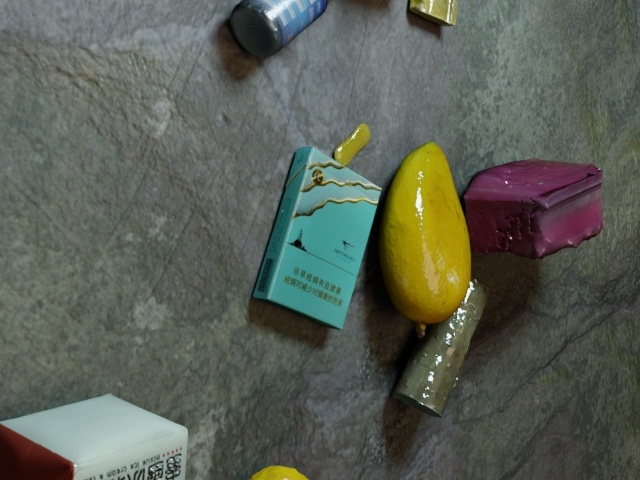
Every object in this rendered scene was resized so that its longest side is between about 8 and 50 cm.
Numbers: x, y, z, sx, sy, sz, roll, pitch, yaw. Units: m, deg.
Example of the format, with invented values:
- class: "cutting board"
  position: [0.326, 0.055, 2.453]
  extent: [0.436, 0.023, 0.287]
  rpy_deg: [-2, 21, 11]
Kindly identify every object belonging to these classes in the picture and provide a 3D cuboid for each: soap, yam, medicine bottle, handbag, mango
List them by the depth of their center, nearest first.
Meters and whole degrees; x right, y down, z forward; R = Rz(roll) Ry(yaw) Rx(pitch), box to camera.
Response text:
- class: "handbag"
  position: [-0.259, 0.334, 0.925]
  extent: [0.171, 0.151, 0.298]
  rpy_deg: [-6, 106, -53]
- class: "medicine bottle"
  position: [-0.033, -0.335, 1.164]
  extent: [0.203, 0.083, 0.083]
  rpy_deg: [-49, 123, -31]
- class: "soap"
  position: [0.050, -0.146, 1.302]
  extent: [0.089, 0.012, 0.034]
  rpy_deg: [-49, 123, -30]
- class: "mango"
  position: [0.168, -0.004, 1.354]
  extent: [0.176, 0.119, 0.317]
  rpy_deg: [5, 82, -43]
- class: "soap"
  position: [0.199, -0.487, 1.409]
  extent: [0.092, 0.037, 0.252]
  rpy_deg: [11, 85, -43]
- class: "yam"
  position: [0.207, 0.166, 1.417]
  extent: [0.093, 0.093, 0.259]
  rpy_deg: [46, 62, -36]
- class: "soap"
  position: [0.375, -0.063, 1.471]
  extent: [0.324, 0.220, 0.127]
  rpy_deg: [-16, 111, -46]

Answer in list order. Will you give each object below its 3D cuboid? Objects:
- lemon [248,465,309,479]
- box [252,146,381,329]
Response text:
- class: "lemon"
  position: [-0.049, 0.376, 1.166]
  extent: [0.155, 0.114, 0.114]
  rpy_deg: [50, 60, -29]
- class: "box"
  position: [0.000, -0.001, 1.242]
  extent: [0.162, 0.041, 0.229]
  rpy_deg: [26, 75, -42]
